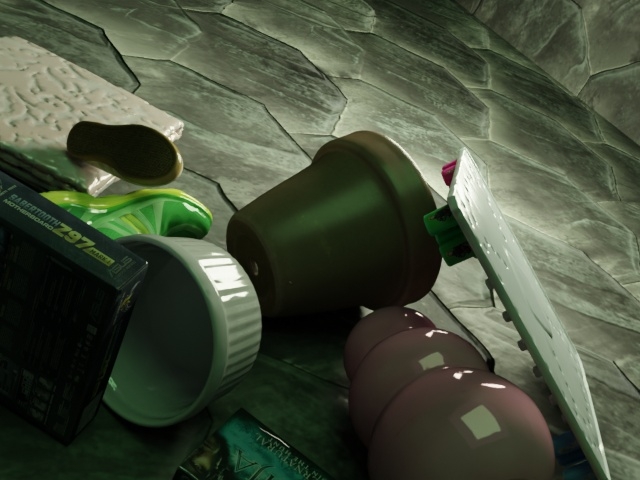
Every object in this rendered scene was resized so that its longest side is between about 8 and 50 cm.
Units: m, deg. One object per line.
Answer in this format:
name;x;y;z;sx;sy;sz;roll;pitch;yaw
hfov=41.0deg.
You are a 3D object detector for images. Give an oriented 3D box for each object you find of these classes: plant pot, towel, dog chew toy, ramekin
plant pot;0.000;0.000;1.186;0.229;0.263;0.263;-20;52;-27
towel;-0.418;-0.192;1.308;0.332;0.053;0.317;29;32;3
dog chew toy;0.126;0.198;1.007;0.207;0.206;0.332;8;28;-28
ramekin;-0.161;0.092;0.942;0.207;0.207;0.109;41;25;23

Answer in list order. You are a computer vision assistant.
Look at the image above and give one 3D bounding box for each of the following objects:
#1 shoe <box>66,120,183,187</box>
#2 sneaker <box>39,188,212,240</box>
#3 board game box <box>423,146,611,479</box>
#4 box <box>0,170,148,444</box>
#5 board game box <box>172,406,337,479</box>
shoe;-0.255;-0.117;1.156;0.219;0.076;0.058;20;-5;36
sneaker;-0.264;0.003;1.113;0.295;0.109;0.123;-7;72;-48
board game box;0.260;0.081;1.155;0.390;0.050;0.390;60;17;-7
box;-0.285;0.070;0.845;0.183;0.232;0.059;30;34;6
board game box;-0.050;0.271;0.921;0.186;0.026;0.126;34;31;12
